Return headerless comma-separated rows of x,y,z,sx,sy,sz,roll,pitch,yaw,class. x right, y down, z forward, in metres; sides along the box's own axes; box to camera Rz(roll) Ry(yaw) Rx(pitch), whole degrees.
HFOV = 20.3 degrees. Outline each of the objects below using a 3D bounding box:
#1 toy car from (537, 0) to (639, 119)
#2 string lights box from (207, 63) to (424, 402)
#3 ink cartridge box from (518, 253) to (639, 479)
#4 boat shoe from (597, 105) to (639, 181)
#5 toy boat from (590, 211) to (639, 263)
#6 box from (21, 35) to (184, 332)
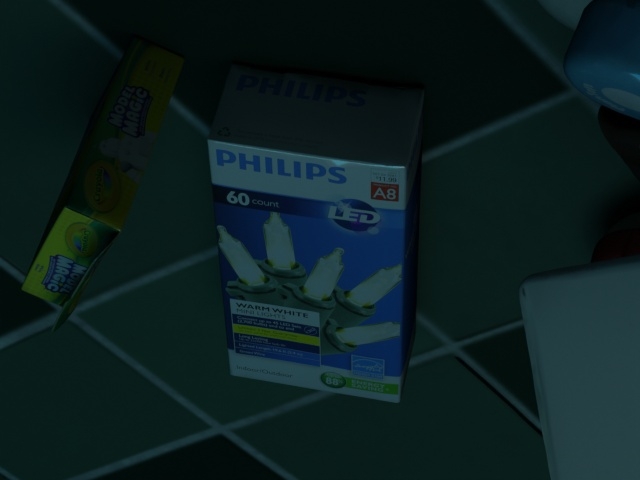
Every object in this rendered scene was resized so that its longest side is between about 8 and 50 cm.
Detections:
0.195,-0.153,0.953,0.210,0.219,0.238,25,174,-26,toy car
0.000,0.000,1.247,0.133,0.077,0.260,8,141,9,string lights box
0.342,0.062,0.941,0.285,0.166,0.395,-11,177,43,ink cartridge box
0.312,-0.098,1.007,0.342,0.123,0.123,-17,134,41,boat shoe
0.259,0.097,1.213,0.151,0.151,0.231,7,144,38,toy boat
-0.145,-0.035,1.165,0.043,0.179,0.105,23,140,-12,box
